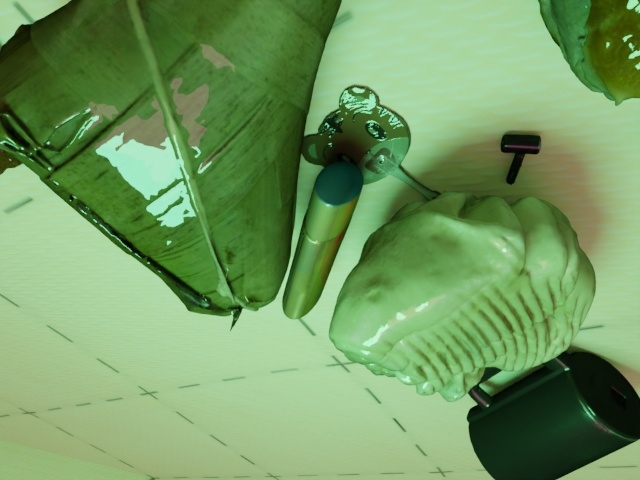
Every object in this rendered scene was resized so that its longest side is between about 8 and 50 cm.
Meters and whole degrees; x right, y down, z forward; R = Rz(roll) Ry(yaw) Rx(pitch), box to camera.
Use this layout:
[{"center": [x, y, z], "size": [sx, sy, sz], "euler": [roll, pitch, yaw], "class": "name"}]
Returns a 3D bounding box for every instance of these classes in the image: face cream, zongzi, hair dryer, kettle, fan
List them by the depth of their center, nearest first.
[{"center": [-0.035, -0.091, 0.524], "size": [0.466, 0.218, 0.500], "euler": [-20, 134, 15], "class": "zongzi"}, {"center": [0.271, -0.111, 0.609], "size": [0.047, 0.026, 0.083], "euler": [5, 142, 10], "class": "hair dryer"}, {"center": [0.090, -0.117, 0.650], "size": [0.226, 0.008, 0.152], "euler": [32, 133, -17], "class": "fan"}, {"center": [0.000, 0.000, 0.689], "size": [0.067, 0.139, 0.285], "euler": [23, 138, 5], "class": "face cream"}, {"center": [0.479, 0.362, 0.946], "size": [0.203, 0.262, 0.308], "euler": [-6, 142, -33], "class": "kettle"}]

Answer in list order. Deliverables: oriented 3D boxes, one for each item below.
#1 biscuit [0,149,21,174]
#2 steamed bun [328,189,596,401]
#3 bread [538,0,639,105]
[{"center": [-0.555, -0.222, 0.661], "size": [0.272, 0.049, 0.257], "euler": [-25, 127, 34], "class": "biscuit"}, {"center": [0.193, 0.066, 0.652], "size": [0.352, 0.247, 0.339], "euler": [-41, 129, 13], "class": "steamed bun"}, {"center": [0.299, -0.255, 0.316], "size": [0.278, 0.225, 0.250], "euler": [-8, 127, 35], "class": "bread"}]
